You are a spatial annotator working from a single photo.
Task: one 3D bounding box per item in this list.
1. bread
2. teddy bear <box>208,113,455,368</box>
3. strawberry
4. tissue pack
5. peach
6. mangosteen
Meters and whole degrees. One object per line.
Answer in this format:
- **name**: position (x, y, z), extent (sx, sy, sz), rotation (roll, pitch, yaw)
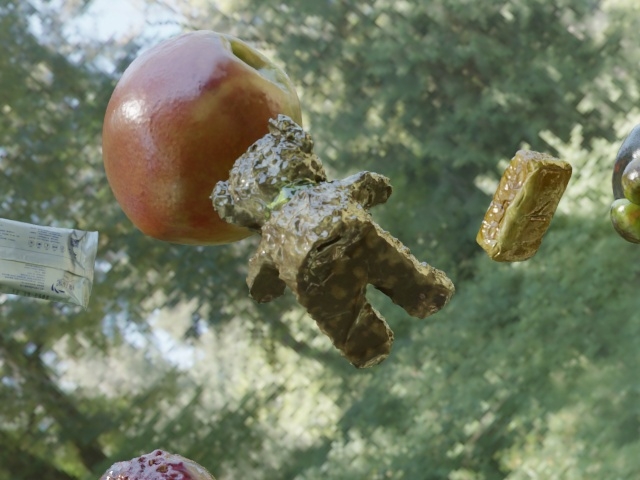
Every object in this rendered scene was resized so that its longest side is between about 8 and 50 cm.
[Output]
- **bread**: position (0.227, -0.038, 1.416), extent (0.074, 0.053, 0.132), rotation (6, -63, -42)
- **teddy bear**: position (0.006, 0.005, 1.701), extent (0.246, 0.222, 0.296), rotation (-42, -57, 9)
- **strawberry**: position (-0.246, 0.436, 1.864), extent (0.274, 0.221, 0.274), rotation (-165, 90, -82)
- **tissue pack**: position (-0.397, 0.023, 1.699), extent (0.026, 0.193, 0.122), rotation (126, 149, -49)
- **peach**: position (-0.180, -0.141, 1.901), extent (0.308, 0.308, 0.332), rotation (-26, -31, -59)
- **mangosteen**: position (0.463, -0.072, 1.663), extent (0.217, 0.192, 0.192), rotation (-27, -25, -48)
